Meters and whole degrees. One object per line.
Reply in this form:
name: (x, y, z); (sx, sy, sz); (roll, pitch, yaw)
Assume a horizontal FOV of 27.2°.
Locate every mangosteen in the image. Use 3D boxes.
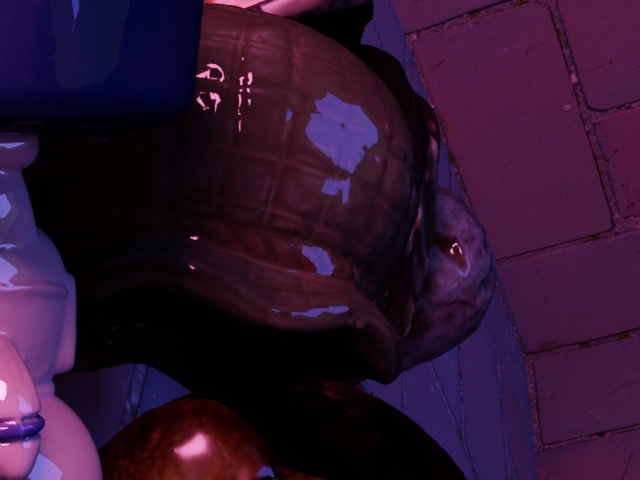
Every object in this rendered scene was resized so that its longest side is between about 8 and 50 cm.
mangosteen: (-0.041, 0.208, 0.782); (0.313, 0.297, 0.297); (55, 23, -36)

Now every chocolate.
chocolate: (0.000, 0.000, 1.260); (0.210, 0.225, 0.340); (71, 31, -48)

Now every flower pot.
flower pot: (-0.080, -0.012, 0.908); (0.302, 0.302, 0.213); (49, 44, -60)

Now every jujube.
jujube: (0.078, 0.041, 1.503); (0.308, 0.246, 0.215); (-24, 119, -72)

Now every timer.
timer: (-0.179, 0.002, 0.637); (0.270, 0.270, 0.383); (-14, 102, -76)

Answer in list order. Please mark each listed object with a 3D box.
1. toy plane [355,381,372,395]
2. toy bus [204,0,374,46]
toy plane: (0.010, 0.172, 1.471); (0.197, 0.053, 0.078); (8, 63, -63)
toy bus: (-0.051, -0.255, 1.342); (0.386, 0.171, 0.162); (117, -44, -86)
